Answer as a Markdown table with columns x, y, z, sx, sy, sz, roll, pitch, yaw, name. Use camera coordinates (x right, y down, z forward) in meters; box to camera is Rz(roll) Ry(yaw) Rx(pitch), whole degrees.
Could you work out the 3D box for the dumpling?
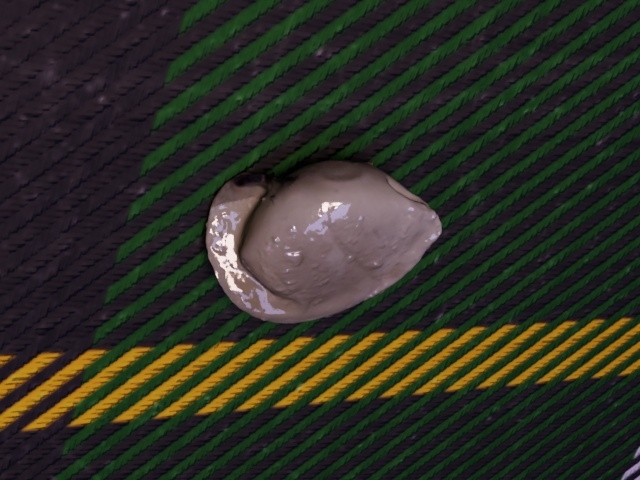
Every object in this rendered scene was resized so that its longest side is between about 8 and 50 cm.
| x | y | z | sx | sy | sz | roll | pitch | yaw | name |
| --- | --- | --- | --- | --- | --- | --- | --- | --- | --- |
| -0.001 | 0.000 | 1.114 | 0.176 | 0.092 | 0.150 | -7 | 125 | -28 | dumpling |
